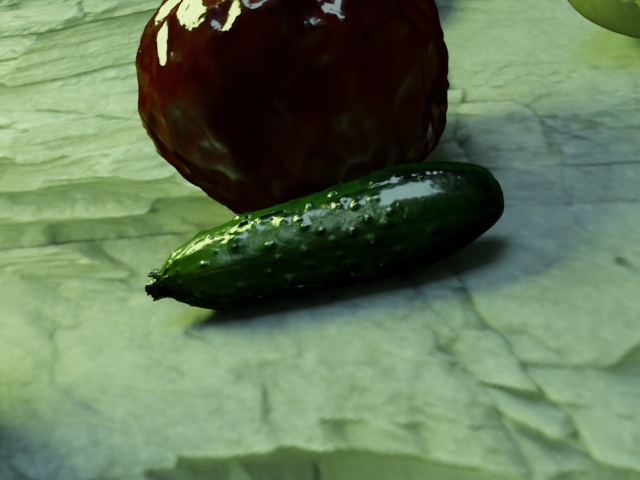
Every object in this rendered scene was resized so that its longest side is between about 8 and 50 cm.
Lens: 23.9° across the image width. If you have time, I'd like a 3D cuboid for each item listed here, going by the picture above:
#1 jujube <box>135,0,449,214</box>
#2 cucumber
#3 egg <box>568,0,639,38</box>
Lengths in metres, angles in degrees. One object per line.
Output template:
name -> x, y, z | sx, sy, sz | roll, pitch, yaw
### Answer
jujube -> -0.019, -0.114, 1.026 | 0.213, 0.213, 0.232 | -12, 20, 11
cucumber -> 0.000, 0.000, 0.919 | 0.227, 0.069, 0.069 | -15, 24, 11
egg -> 0.265, -0.225, 1.109 | 0.201, 0.164, 0.164 | -16, 20, 37
